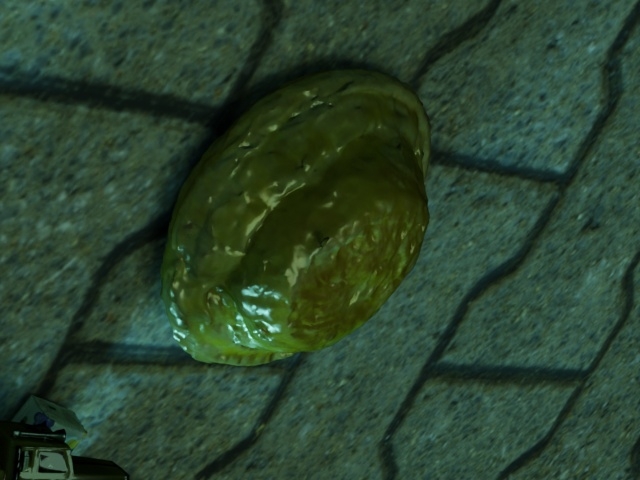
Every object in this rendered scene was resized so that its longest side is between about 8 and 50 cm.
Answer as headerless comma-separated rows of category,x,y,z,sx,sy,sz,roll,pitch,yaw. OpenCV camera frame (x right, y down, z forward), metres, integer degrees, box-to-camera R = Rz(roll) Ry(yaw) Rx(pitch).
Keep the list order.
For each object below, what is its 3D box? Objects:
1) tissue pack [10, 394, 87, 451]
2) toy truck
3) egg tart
tissue pack,-0.259,0.187,1.661,0.083,0.042,0.062,-50,142,8
toy truck,-0.284,0.208,1.563,0.257,0.127,0.127,11,94,-27
egg tart,0.000,0.000,1.661,0.319,0.128,0.319,-27,140,-25
